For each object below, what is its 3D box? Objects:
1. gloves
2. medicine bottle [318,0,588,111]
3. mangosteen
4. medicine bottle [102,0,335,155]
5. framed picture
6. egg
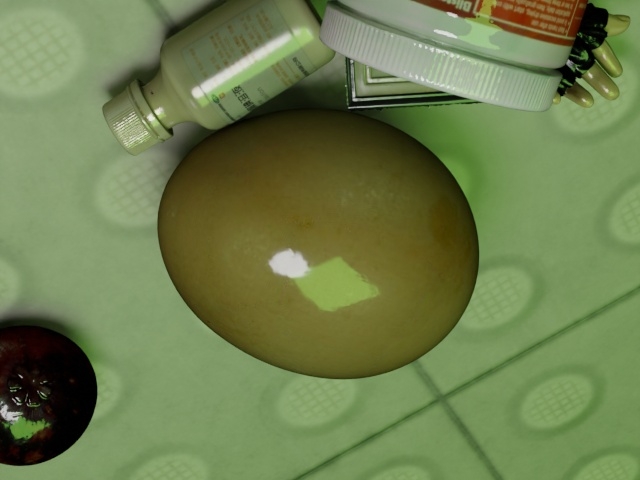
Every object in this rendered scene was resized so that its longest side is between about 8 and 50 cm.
[{"bbox_3d":[0.266,-0.220,1.843,0.203,0.124,0.164,16,138,-43],"label":"gloves"},{"bbox_3d":[0.148,-0.278,1.607,0.252,0.252,0.241,10,104,-29],"label":"medicine bottle"},{"bbox_3d":[-0.364,0.193,1.949,0.200,0.200,0.200,-11,134,-12],"label":"mangosteen"},{"bbox_3d":[-0.114,-0.181,1.728,0.252,0.114,0.114,-30,135,7],"label":"medicine bottle"},{"bbox_3d":[0.120,-0.241,1.751,0.195,0.010,0.199,-3,104,2],"label":"framed picture"},{"bbox_3d":[0.000,0.000,1.811,0.374,0.301,0.301,22,120,-28],"label":"egg"}]
